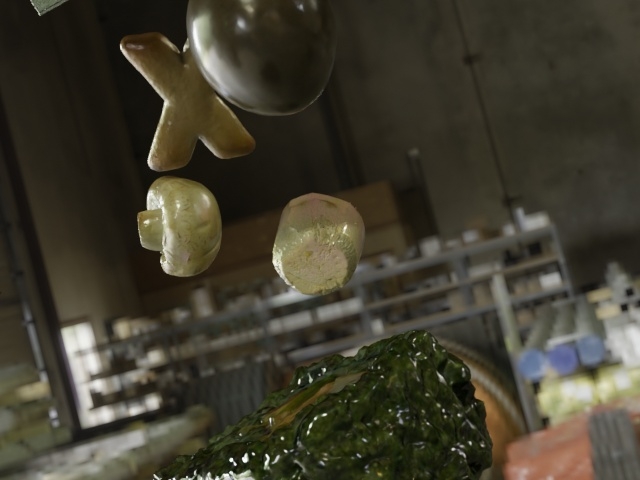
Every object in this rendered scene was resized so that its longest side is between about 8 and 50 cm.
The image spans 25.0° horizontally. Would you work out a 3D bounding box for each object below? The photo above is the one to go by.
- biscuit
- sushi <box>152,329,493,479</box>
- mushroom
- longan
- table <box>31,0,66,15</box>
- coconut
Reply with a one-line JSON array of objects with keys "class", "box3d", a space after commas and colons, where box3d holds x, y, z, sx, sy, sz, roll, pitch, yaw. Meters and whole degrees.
[{"class": "biscuit", "box3d": [-0.185, -0.205, 2.065, 0.164, 0.207, 0.047, -12, 25, -5]}, {"class": "sushi", "box3d": [0.017, 0.219, 1.429, 0.294, 0.178, 0.352, -35, 4, -29]}, {"class": "mushroom", "box3d": [-0.192, -0.021, 1.974, 0.112, 0.148, 0.148, -8, -3, -6]}, {"class": "longan", "box3d": [-0.071, -0.256, 1.756, 0.198, 0.212, 0.198, -11, -41, -10]}, {"class": "table", "box3d": [-0.292, -0.404, 1.884, 0.122, 0.111, 0.240, -19, 20, 32]}, {"class": "coconut", "box3d": [0.000, 0.000, 1.886, 0.116, 0.116, 0.122, -15, 29, 16]}]
